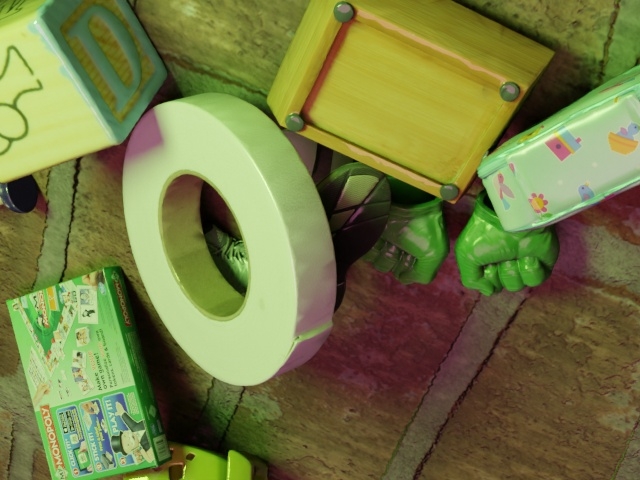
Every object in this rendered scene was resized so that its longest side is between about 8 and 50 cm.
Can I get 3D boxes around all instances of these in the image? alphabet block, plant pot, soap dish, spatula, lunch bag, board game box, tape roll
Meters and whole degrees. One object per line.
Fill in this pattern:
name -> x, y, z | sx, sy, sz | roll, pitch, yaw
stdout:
alphabet block -> -0.345, -0.216, 1.302 | 0.197, 0.193, 0.192 | -14, 120, 25
plant pot -> -0.203, 0.453, 1.716 | 0.207, 0.228, 0.227 | 0, 165, 7
soap dish -> 0.101, -0.186, 1.237 | 0.291, 0.118, 0.229 | 24, 127, -7
spatula -> 0.029, -0.168, 1.346 | 0.168, 0.019, 0.242 | 12, 129, 7
lunch bag -> 0.322, -0.118, 1.179 | 0.279, 0.224, 0.108 | -27, 95, 32
board game box -> -0.372, 0.220, 1.630 | 0.214, 0.046, 0.317 | -17, 86, 27
tape roll -> -0.129, 0.001, 1.347 | 0.392, 0.072, 0.392 | 25, 124, 42

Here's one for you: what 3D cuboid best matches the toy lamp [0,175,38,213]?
toy lamp -> -0.567, -0.052, 1.562 | 0.275, 0.080, 0.080 | -11, 123, 23

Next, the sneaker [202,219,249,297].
sneaker -> -0.114, 0.019, 1.489 | 0.229, 0.086, 0.132 | -22, 116, 30

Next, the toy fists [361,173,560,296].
toy fists -> 0.181, 0.003, 1.385 | 0.279, 0.096, 0.142 | 7, 131, 7

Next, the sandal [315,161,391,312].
sandal -> -0.002, 0.001, 1.365 | 0.120, 0.086, 0.302 | 5, 139, -20
